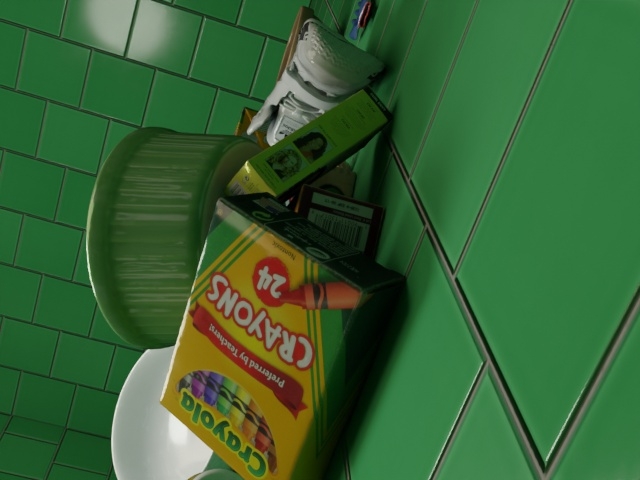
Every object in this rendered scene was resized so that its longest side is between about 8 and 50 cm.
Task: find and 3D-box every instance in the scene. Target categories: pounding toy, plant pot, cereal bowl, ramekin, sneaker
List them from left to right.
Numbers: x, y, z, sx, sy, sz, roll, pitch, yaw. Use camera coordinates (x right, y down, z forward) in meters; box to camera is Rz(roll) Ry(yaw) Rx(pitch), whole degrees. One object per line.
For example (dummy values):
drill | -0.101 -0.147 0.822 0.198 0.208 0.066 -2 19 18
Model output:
cereal bowl | -0.257 0.361 1.612 0.339 0.141 0.339 -18 61 36
ramekin | -0.159 -0.002 1.092 0.303 0.148 0.303 1 -90 -68
plant pot | -0.029 -0.411 1.889 0.237 0.109 0.237 -163 90 -81
sneaker | -0.012 -0.221 1.281 0.210 0.137 0.366 -59 7 10
pounding toy | -0.011 -0.059 1.207 0.141 0.100 0.130 122 161 -61

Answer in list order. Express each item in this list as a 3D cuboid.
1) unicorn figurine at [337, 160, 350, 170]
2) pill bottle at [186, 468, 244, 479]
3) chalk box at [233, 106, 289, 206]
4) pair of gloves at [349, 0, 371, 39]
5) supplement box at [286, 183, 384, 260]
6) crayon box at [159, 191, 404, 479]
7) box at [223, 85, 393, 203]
unicorn figurine | -0.008 -0.091 1.297 0.162 0.111 0.060 -28 35 57
pill bottle | -0.176 0.430 1.308 0.208 0.117 0.118 128 156 -67
chalk box | -0.126 -0.113 1.740 0.289 0.180 0.179 125 159 -60
pair of gloves | 0.096 -0.466 1.512 0.159 0.023 0.198 -96 24 -71
supplement box | 0.000 0.000 1.028 0.188 0.104 0.081 141 144 -74
crayon box | -0.058 0.135 0.873 0.081 0.202 0.319 -12 -53 -52
box | -0.011 -0.110 1.024 0.232 0.058 0.087 -38 -2 -36
